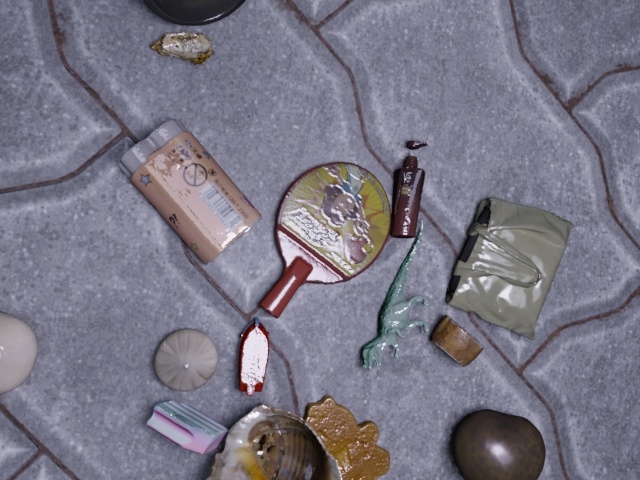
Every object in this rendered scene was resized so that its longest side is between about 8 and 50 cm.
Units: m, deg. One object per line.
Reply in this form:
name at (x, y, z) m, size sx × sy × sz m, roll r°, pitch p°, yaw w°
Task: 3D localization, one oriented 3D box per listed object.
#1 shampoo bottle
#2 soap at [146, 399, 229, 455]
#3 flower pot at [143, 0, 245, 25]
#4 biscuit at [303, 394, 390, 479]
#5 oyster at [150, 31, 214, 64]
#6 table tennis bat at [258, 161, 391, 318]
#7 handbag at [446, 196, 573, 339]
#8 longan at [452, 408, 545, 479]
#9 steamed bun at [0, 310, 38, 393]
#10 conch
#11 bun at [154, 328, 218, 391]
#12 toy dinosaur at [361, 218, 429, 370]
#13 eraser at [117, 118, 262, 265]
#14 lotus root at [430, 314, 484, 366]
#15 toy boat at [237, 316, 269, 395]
shampoo bottle at (0.213, -0.123, 1.258) m, size 0.068 × 0.067 × 0.236 m, roll 7°, pitch 84°, yaw -8°
soap at (-0.280, 0.400, 1.118) m, size 0.149 × 0.100 × 0.056 m, roll 24°, pitch 89°, yaw 15°
flower pot at (-0.276, -0.614, 1.106) m, size 0.269 × 0.269 × 0.166 m, roll -21°, pitch 70°, yaw -12°
biscuit at (0.048, 0.480, 1.218) m, size 0.249 × 0.035 × 0.184 m, roll 45°, pitch 79°, yaw -6°
oyster at (-0.309, -0.440, 1.180) m, size 0.132 × 0.029 × 0.086 m, roll 24°, pitch 77°, yaw -7°
table tennis bat at (0.000, 0.000, 1.222) m, size 0.268 × 0.051 × 0.414 m, roll 39°, pitch 78°, yaw -8°
handbag at (0.469, 0.058, 1.285) m, size 0.254 × 0.109 × 0.315 m, roll 21°, pitch 90°, yaw -7°
longan at (0.413, 0.494, 1.220) m, size 0.213 × 0.198 × 0.197 m, roll -4°, pitch 89°, yaw -14°
steamed bun at (-0.688, 0.220, 1.025) m, size 0.228 × 0.131 × 0.176 m, roll 19°, pitch 85°, yaw -13°
conch at (-0.090, 0.487, 1.110) m, size 0.325 × 0.186 × 0.262 m, roll 7°, pitch 85°, yaw 13°
bun at (-0.291, 0.263, 1.126) m, size 0.139 × 0.094 × 0.138 m, roll 0°, pitch 90°, yaw -9°
toy dinosaur at (0.221, 0.147, 1.246) m, size 0.130 × 0.076 × 0.382 m, roll 25°, pitch 75°, yaw 10°
eraser at (-0.281, -0.109, 1.147) m, size 0.171 × 0.087 × 0.290 m, roll -42°, pitch 97°, yaw -13°
lotus root at (0.325, 0.240, 1.245) m, size 0.122 × 0.112 × 0.081 m, roll 41°, pitch 88°, yaw -9°
toy boat at (-0.151, 0.259, 1.174) m, size 0.069 × 0.059 × 0.172 m, roll 6°, pitch 80°, yaw -12°
